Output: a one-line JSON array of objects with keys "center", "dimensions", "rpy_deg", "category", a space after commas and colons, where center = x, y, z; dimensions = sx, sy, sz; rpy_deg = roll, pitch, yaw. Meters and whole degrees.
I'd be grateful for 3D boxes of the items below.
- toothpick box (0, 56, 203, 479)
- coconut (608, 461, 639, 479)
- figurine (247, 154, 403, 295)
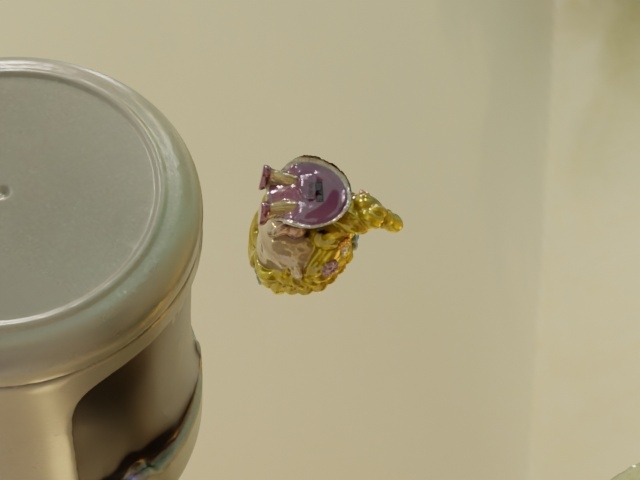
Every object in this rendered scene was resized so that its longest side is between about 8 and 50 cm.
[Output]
[{"center": [-0.185, 0.060, 0.914], "dimensions": [0.316, 0.229, 0.229], "rpy_deg": [96, 180, -55], "category": "toothpick box"}, {"center": [0.254, 0.260, 0.821], "dimensions": [0.323, 0.323, 0.323], "rpy_deg": [37, -134, -52], "category": "coconut"}, {"center": [0.000, 0.000, 1.189], "dimensions": [0.156, 0.115, 0.094], "rpy_deg": [107, 175, -58], "category": "figurine"}]
